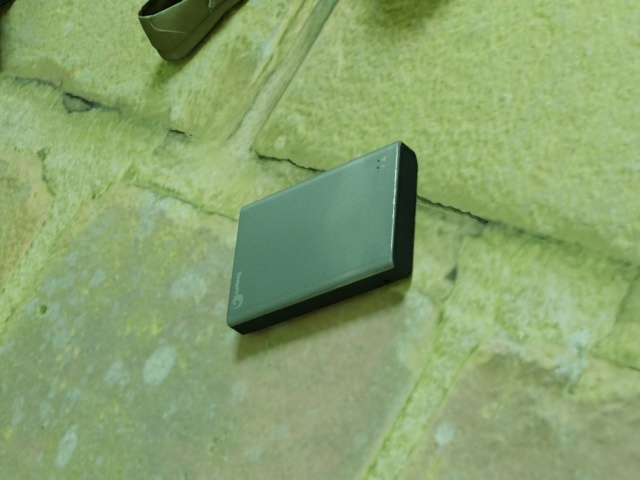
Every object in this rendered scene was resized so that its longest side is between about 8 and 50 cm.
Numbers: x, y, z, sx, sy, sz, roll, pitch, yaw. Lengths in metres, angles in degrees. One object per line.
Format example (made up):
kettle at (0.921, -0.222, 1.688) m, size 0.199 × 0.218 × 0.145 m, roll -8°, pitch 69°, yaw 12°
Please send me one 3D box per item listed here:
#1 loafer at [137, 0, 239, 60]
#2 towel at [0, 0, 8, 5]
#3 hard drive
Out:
loafer at (-0.088, -0.208, 1.137) m, size 0.148 × 0.050 × 0.056 m, roll -50°, pitch 38°, yaw 5°
towel at (-0.344, -0.259, 1.456) m, size 0.119 × 0.029 × 0.067 m, roll -18°, pitch 50°, yaw 37°
hard drive at (0.000, 0.000, 0.912) m, size 0.135 × 0.022 × 0.094 m, roll -22°, pitch 48°, yaw 34°
